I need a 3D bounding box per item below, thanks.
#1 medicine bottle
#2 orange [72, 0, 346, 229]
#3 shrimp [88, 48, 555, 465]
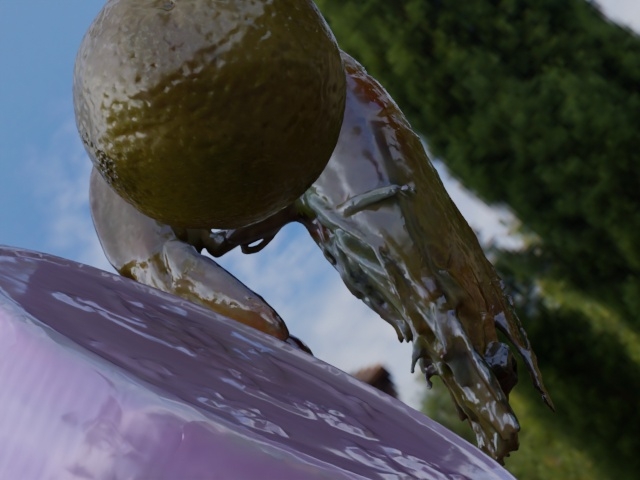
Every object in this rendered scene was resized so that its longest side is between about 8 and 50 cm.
[{"bbox_3d":[-0.081,0.182,0.473,0.315,0.202,0.202,-66,-16,5],"label":"medicine bottle"},{"bbox_3d":[-0.033,-0.044,0.480,0.085,0.085,0.095,-46,-29,-12],"label":"orange"},{"bbox_3d":[0.000,0.000,0.678,0.150,0.249,0.068,-40,-22,-15],"label":"shrimp"}]
